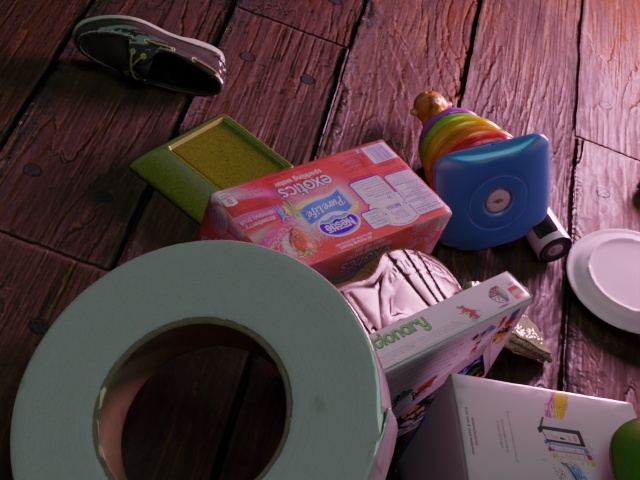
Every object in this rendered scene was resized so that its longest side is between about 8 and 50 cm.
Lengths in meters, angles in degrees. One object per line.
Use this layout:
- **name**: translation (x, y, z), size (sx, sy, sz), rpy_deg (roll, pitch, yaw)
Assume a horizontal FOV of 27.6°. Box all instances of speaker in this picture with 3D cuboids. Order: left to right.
- **speaker**: translation (0.315, -0.034, 1.915), size (0.055, 0.055, 0.136), rpy_deg (-3, 48, -27)

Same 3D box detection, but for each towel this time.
- **towel**: translation (0.248, 0.106, 1.711), size (0.148, 0.027, 0.110), rpy_deg (23, 29, -50)

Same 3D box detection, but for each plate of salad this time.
- **plate of salad**: translation (0.450, 0.063, 1.879), size (0.200, 0.048, 0.200), rpy_deg (5, 47, -6)

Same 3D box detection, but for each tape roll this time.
- **tape roll**: translation (-0.119, 0.185, 1.315), size (0.392, 0.072, 0.392), rpy_deg (-5, 63, 10)

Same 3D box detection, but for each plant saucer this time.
- **plant saucer**: translation (-0.130, -0.099, 1.786), size (0.188, 0.045, 0.188), rpy_deg (38, 43, 16)

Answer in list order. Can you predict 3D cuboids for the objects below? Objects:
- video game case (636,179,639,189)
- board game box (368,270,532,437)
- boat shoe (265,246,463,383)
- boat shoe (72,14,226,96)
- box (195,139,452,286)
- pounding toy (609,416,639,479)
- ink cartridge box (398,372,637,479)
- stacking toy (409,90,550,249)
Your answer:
- **video game case**: translation (0.656, -0.073, 2.121), size (0.232, 0.042, 0.210), rpy_deg (37, 42, 16)
- **board game box**: translation (0.098, 0.159, 1.505), size (0.305, 0.193, 0.053), rpy_deg (-21, 58, -39)
- **boat shoe**: translation (0.056, 0.103, 1.597), size (0.123, 0.123, 0.342), rpy_deg (56, 35, 8)
- **boat shoe**: translation (-0.245, -0.264, 1.880), size (0.228, 0.081, 0.068), rpy_deg (11, 38, -18)
- **box**: translation (0.000, 0.000, 1.666), size (0.300, 0.142, 0.154), rpy_deg (-21, 57, -39)
- **pounding toy**: translation (0.428, 0.257, 1.379), size (0.237, 0.110, 0.183), rpy_deg (28, 37, -23)
- **ink cartridge box**: translation (0.231, 0.277, 1.457), size (0.233, 0.171, 0.168), rpy_deg (11, 43, -15)
- **stacking toy**: translation (0.202, -0.135, 1.918), size (0.175, 0.166, 0.302), rpy_deg (-14, 38, -11)
